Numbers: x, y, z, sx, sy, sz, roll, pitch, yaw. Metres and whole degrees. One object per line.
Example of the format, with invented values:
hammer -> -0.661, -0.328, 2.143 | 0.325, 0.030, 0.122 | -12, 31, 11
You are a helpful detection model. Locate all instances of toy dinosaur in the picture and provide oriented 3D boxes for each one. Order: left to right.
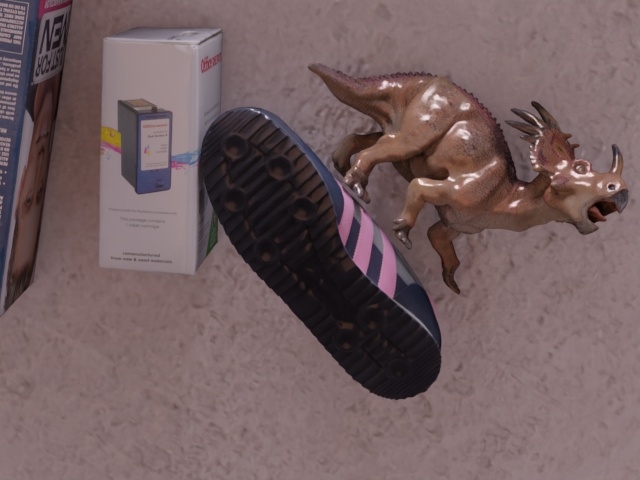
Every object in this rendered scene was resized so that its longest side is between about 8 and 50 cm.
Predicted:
toy dinosaur -> 0.131, -0.086, 1.701 | 0.200, 0.127, 0.295 | -44, 82, 3

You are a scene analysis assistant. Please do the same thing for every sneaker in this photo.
sneaker -> 0.000, 0.000, 1.699 | 0.112, 0.131, 0.319 | -29, 108, 16

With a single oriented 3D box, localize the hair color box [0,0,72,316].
hair color box -> -0.306, -0.115, 1.696 | 0.105, 0.174, 0.347 | 10, 102, 1

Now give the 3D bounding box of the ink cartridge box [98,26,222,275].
ink cartridge box -> -0.145, -0.088, 1.698 | 0.093, 0.154, 0.212 | 5, 102, 5
